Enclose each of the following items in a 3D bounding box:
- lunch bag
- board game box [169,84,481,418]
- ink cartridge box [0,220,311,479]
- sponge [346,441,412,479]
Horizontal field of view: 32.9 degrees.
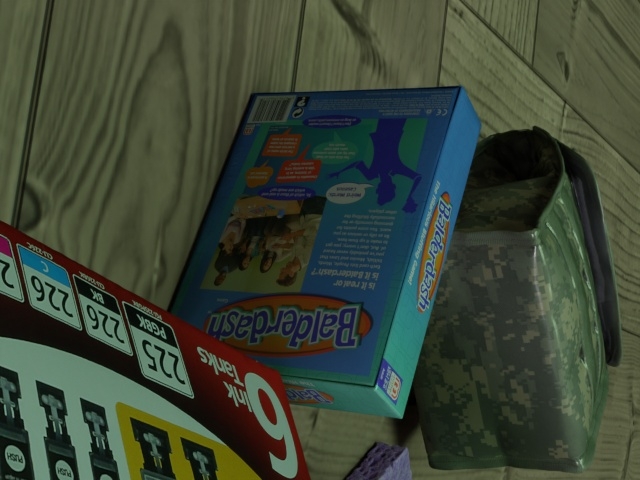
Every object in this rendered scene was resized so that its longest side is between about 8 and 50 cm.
[{"bbox_3d":[0.185,0.042,1.010,0.287,0.169,0.235,-49,130,-57],"label":"lunch bag"},{"bbox_3d":[0.000,0.000,0.687,0.047,0.160,0.210,52,50,-49],"label":"board game box"},{"bbox_3d":[-0.106,0.153,0.430,0.309,0.130,0.272,38,28,-55],"label":"ink cartridge box"},{"bbox_3d":[0.051,0.291,0.924,0.117,0.031,0.210,-38,124,-53],"label":"sponge"}]
